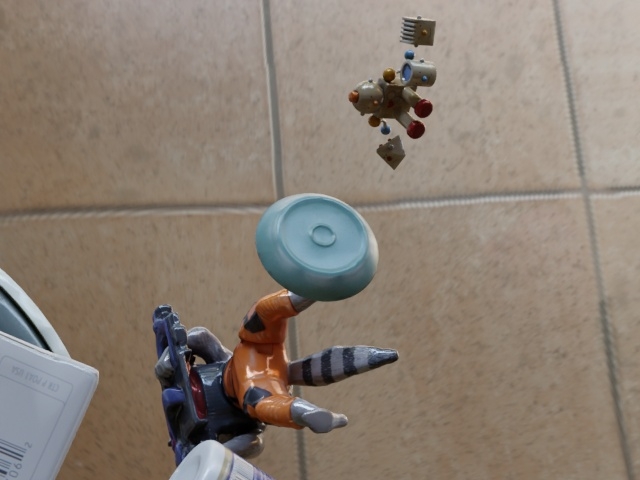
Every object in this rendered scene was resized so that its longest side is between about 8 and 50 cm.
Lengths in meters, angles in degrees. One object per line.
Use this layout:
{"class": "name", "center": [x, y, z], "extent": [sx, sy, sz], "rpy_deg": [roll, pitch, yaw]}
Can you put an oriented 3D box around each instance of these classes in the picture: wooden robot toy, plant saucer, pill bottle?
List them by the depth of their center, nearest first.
{"class": "pill bottle", "center": [-0.051, 0.251, 0.942], "extent": [0.169, 0.094, 0.094], "rpy_deg": [36, 74, -14]}
{"class": "plant saucer", "center": [0.000, 0.000, 1.030], "extent": [0.119, 0.021, 0.119], "rpy_deg": [9, 55, -12]}
{"class": "wooden robot toy", "center": [0.072, -0.156, 1.196], "extent": [0.079, 0.173, 0.076], "rpy_deg": [0, 32, -28]}

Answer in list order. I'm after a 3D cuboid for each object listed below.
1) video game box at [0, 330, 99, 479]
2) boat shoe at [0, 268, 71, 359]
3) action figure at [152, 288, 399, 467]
{"class": "video game box", "center": [-0.192, 0.095, 0.316], "extent": [0.187, 0.048, 0.205], "rpy_deg": [27, 72, -14]}
{"class": "boat shoe", "center": [-0.317, 0.052, 0.871], "extent": [0.319, 0.116, 0.099], "rpy_deg": [38, 51, 17]}
{"class": "action figure", "center": [-0.070, 0.211, 1.274], "extent": [0.178, 0.330, 0.341], "rpy_deg": [4, 65, -36]}
